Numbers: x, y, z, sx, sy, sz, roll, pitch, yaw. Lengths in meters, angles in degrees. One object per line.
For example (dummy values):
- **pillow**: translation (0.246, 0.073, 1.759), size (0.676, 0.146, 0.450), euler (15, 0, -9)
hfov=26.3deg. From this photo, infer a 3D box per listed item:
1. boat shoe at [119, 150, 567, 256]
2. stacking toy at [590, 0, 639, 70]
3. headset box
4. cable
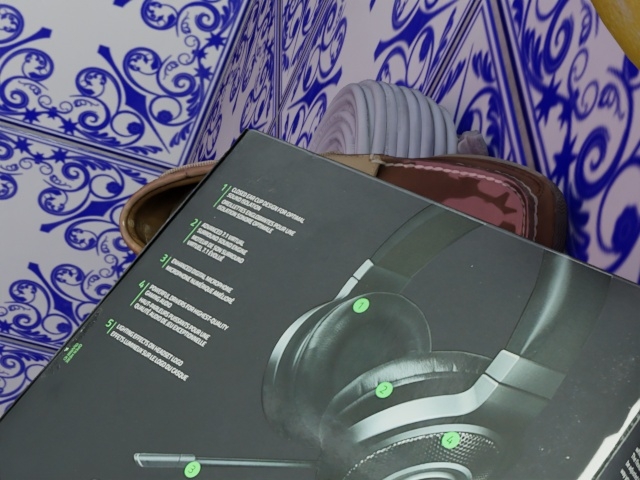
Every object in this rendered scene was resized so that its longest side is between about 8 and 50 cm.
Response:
- **boat shoe**: translation (0.000, 0.000, 0.870), size (0.324, 0.116, 0.123), euler (-4, 81, 40)
- **stacking toy**: translation (0.174, -0.139, 0.375), size (0.350, 0.350, 0.480), euler (-177, 85, -76)
- **headset box**: translation (0.002, 0.111, 0.545), size (0.246, 0.131, 0.283), euler (24, 69, 41)
- **cable**: translation (0.026, 0.004, 1.061), size (0.257, 0.089, 0.257), euler (-119, 46, -71)
